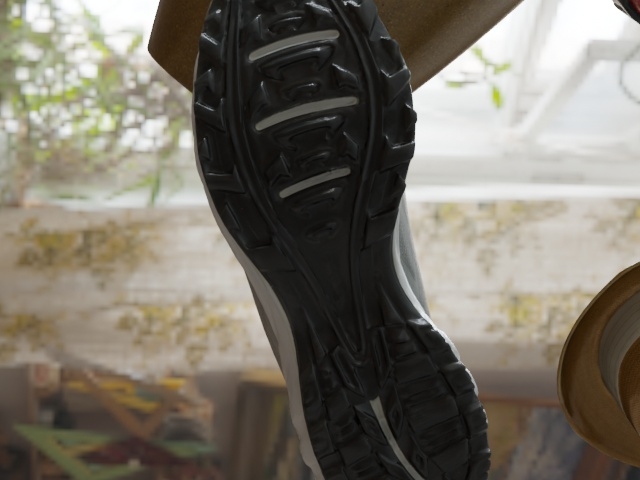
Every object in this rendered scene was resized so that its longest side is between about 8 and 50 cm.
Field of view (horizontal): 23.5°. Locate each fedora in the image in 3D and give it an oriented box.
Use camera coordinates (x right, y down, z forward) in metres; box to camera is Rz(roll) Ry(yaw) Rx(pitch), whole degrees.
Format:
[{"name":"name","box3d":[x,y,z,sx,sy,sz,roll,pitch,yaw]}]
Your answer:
[{"name":"fedora","box3d":[0.233,0.088,0.883,0.079,0.194,0.194,-99,-168,-55]}]

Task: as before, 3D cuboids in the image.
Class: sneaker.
[{"name":"sneaker","box3d":[0.000,0.000,0.718,0.108,0.100,0.272,-148,-136,-77]}]

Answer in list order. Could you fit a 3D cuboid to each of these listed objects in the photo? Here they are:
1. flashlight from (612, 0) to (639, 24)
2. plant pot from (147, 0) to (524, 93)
[{"name":"flashlight","box3d":[0.256,-0.143,0.899,0.103,0.103,0.304,48,6,-21]},{"name":"plant pot","box3d":[0.018,-0.180,0.887,0.254,0.237,0.237,-53,-167,8]}]
